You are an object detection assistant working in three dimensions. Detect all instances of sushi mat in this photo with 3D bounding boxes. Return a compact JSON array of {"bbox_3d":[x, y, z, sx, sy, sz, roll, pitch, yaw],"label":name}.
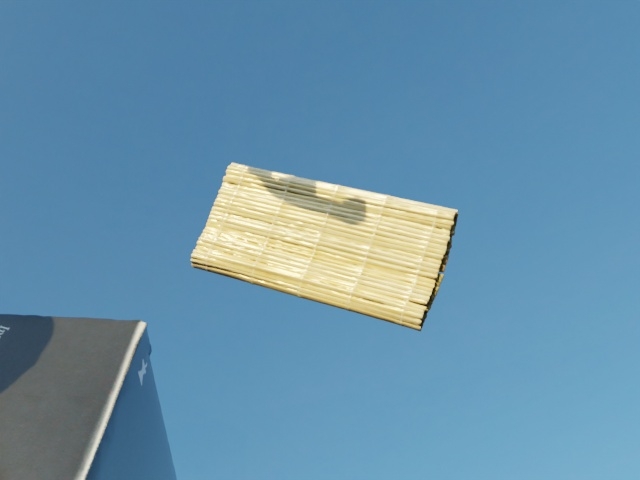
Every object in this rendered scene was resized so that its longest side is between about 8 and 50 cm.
[{"bbox_3d":[0.000,0.000,0.910,0.317,0.151,0.019,14,-15,20],"label":"sushi mat"}]

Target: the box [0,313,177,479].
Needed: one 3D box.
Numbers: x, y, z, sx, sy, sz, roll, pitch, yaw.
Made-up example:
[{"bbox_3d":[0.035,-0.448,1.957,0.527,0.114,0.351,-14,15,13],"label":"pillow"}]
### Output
[{"bbox_3d":[-0.346,0.234,0.639,0.396,0.212,0.293,1,-54,4],"label":"box"}]
